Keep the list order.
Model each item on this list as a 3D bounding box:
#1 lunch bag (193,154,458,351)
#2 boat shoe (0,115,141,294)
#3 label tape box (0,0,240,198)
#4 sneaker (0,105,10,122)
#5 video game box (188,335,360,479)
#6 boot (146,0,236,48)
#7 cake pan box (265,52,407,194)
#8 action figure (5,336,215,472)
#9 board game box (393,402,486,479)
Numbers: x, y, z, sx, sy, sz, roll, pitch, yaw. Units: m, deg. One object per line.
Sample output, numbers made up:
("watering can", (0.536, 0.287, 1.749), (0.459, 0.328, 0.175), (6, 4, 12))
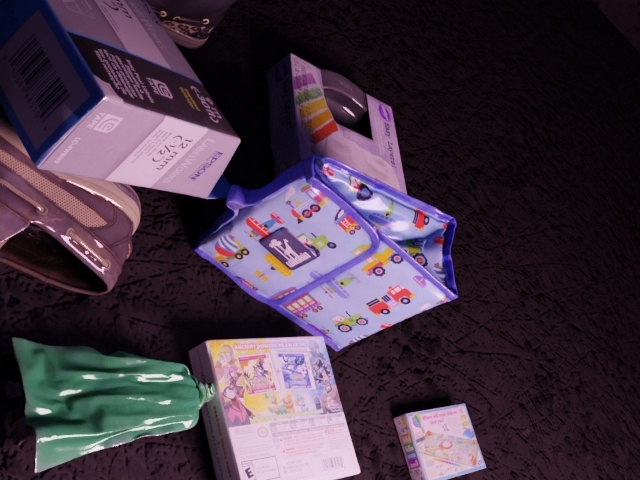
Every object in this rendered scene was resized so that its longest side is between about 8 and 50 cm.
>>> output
("lunch bag", (0.000, 0.000, 1.110), (0.293, 0.221, 0.138), (31, 46, -32))
("boat shoe", (-0.332, -0.038, 0.839), (0.355, 0.132, 0.130), (21, 52, -37))
("label tape box", (-0.217, -0.182, 0.972), (0.249, 0.115, 0.348), (55, 22, 19))
("sneaker", (-0.343, -0.143, 0.964), (0.071, 0.066, 0.188), (47, 31, 10))
("video game box", (-0.054, 0.213, 1.054), (0.205, 0.048, 0.187), (5, 65, -47))
("boot", (-0.204, -0.367, 1.154), (0.236, 0.179, 0.085), (22, 52, -40))
("cake pan box", (0.030, -0.145, 1.366), (0.246, 0.070, 0.266), (22, 51, -41))
("action figure", (-0.207, 0.168, 0.900), (0.232, 0.063, 0.137), (5, 61, -42))
("board game box", (0.179, 0.303, 1.274), (0.154, 0.026, 0.103), (4, 64, -47))
